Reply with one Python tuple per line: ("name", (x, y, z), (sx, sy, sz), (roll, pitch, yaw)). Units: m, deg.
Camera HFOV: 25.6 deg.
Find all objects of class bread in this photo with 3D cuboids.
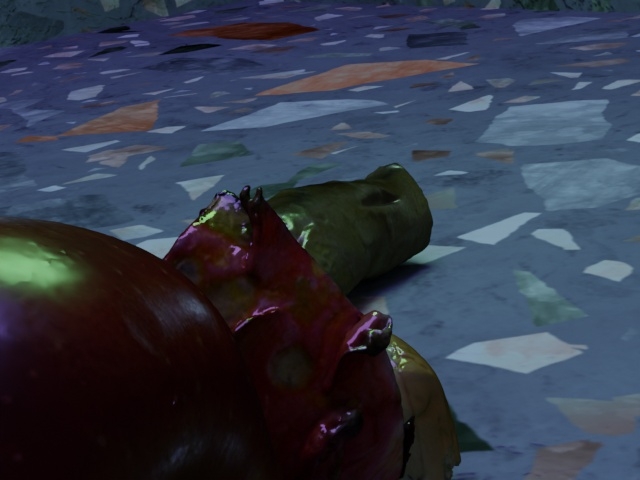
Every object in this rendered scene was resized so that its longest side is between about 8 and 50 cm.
("bread", (0.028, 0.107, 0.884), (0.082, 0.106, 0.125), (-17, 22, -31))

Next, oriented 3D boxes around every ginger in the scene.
("ginger", (0.000, 0.000, 1.257), (0.116, 0.109, 0.263), (-15, 7, 39))

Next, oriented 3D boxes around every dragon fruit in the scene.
("dragon fruit", (-0.041, 0.118, 0.733), (0.161, 0.274, 0.126), (27, 43, 9))

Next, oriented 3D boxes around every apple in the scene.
("apple", (-0.157, 0.131, 0.563), (0.317, 0.288, 0.288), (-11, 12, 29))
